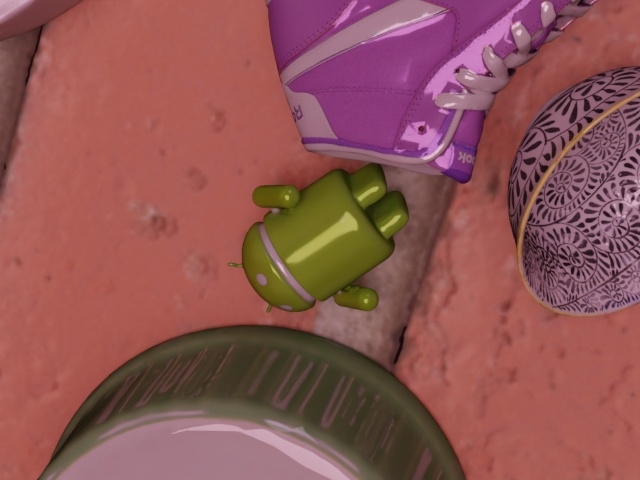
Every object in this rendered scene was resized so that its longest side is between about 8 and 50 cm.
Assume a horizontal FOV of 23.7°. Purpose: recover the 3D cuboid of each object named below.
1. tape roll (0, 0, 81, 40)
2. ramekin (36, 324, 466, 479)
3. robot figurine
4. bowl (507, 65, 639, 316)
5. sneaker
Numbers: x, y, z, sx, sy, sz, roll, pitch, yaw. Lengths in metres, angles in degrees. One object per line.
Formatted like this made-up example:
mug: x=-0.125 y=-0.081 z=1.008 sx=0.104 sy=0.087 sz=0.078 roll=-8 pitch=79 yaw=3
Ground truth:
tape roll: x=-0.243 y=-0.262 z=0.942 sx=0.286 sy=0.100 sz=0.286 roll=1 pitch=99 yaw=7
ramekin: x=-0.053 y=0.216 z=0.962 sx=0.303 sy=0.148 sz=0.303 roll=1 pitch=99 yaw=8
robot figurine: x=0.000 y=0.000 z=0.962 sx=0.115 sy=0.067 sz=0.101 roll=-33 pitch=113 yaw=12
bowl: x=0.171 y=-0.044 z=0.911 sx=0.170 sy=0.080 sz=0.170 roll=-17 pitch=133 yaw=-20
sneaker: x=0.111 y=-0.119 z=0.898 sx=0.282 sy=0.102 sz=0.161 roll=-14 pitch=79 yaw=21
